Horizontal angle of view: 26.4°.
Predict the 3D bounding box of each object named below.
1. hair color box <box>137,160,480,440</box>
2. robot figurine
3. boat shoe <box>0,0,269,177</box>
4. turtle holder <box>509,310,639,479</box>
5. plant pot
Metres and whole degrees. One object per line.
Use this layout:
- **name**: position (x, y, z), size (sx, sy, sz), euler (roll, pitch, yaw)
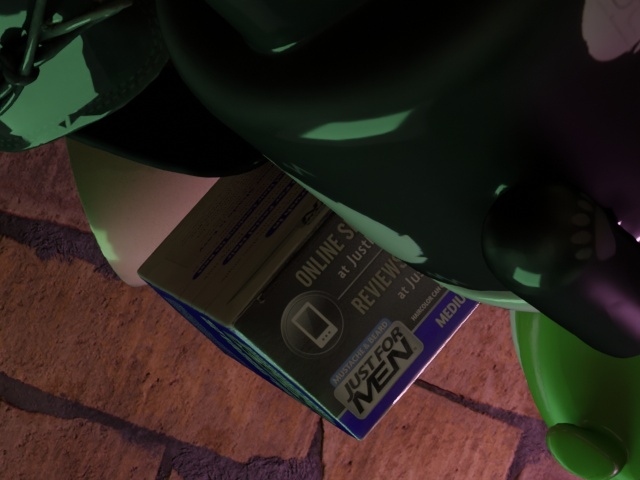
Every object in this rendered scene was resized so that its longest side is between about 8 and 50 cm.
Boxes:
- **hair color box**: position (0.000, 0.000, 0.889), size (0.110, 0.185, 0.339), euler (43, 172, -13)
- **robot figurine**: position (0.051, -0.078, 0.488), size (0.173, 0.209, 0.278), euler (8, 163, 35)
- **boat shoe**: position (-0.158, -0.138, 0.742), size (0.186, 0.156, 0.500), euler (-17, 164, 24)
- **turtle holder**: position (0.265, 0.064, 0.975), size (0.320, 0.243, 0.227), euler (59, -170, -17)
- **plant pot**: position (-0.154, -0.105, 1.560), size (0.190, 0.284, 0.284), euler (-13, 173, 8)
